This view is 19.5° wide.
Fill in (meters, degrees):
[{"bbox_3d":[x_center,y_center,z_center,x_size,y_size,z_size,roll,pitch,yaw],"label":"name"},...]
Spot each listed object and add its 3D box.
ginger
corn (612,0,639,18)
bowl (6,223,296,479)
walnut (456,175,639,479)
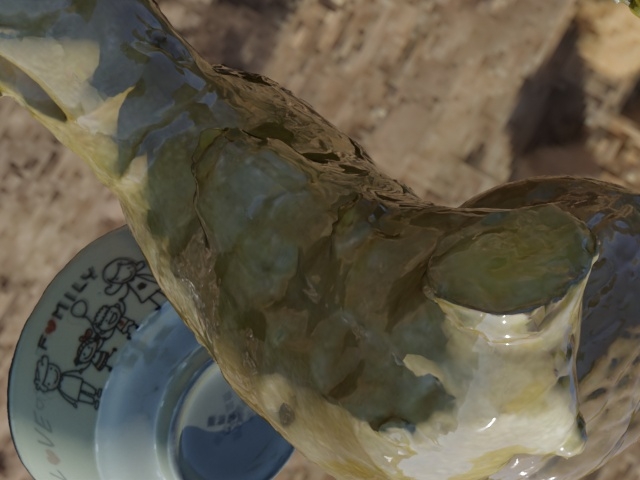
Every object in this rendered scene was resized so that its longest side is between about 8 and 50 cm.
[{"bbox_3d":[-0.008,0.017,0.717,0.122,0.348,0.363,-35,141,-7],"label":"ginger"},{"bbox_3d":[0.290,-0.149,1.075,0.097,0.262,0.097,7,90,-77],"label":"corn"},{"bbox_3d":[-0.094,0.111,1.355,0.238,0.126,0.237,-17,117,-37],"label":"bowl"},{"bbox_3d":[0.163,0.068,1.404,0.261,0.225,0.225,-50,165,14],"label":"walnut"}]
